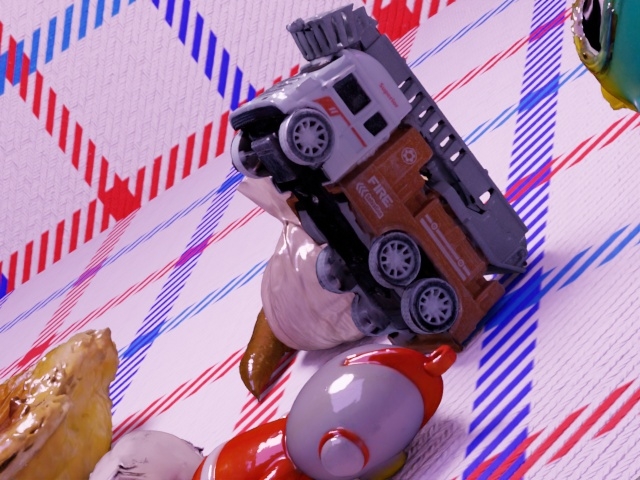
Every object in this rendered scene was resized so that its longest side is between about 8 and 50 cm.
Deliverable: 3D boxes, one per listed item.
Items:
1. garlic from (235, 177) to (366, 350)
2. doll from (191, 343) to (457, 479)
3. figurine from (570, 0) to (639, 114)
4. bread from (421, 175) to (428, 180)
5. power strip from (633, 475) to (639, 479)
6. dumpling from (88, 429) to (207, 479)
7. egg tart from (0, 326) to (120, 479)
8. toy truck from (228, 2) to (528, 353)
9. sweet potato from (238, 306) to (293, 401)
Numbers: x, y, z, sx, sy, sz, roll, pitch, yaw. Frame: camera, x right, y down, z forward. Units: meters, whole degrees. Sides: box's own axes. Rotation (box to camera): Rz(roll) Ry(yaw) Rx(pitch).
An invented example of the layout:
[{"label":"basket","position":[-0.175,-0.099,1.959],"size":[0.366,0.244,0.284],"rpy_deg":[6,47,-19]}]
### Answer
[{"label":"garlic","position":[0.000,0.000,1.943],"size":[0.218,0.212,0.218],"rpy_deg":[-41,11,10]},{"label":"doll","position":[-0.006,0.183,1.584],"size":[0.336,0.105,0.200],"rpy_deg":[-38,9,27]},{"label":"figurine","position":[0.385,-0.235,1.790],"size":[0.324,0.231,0.340],"rpy_deg":[-65,11,-8]},{"label":"bread","position":[0.095,-0.048,2.199],"size":[0.082,0.056,0.115],"rpy_deg":[-22,19,-25]},{"label":"power strip","position":[0.252,0.143,1.082],"size":[0.286,0.080,0.048],"rpy_deg":[-38,12,-11]},{"label":"dumpling","position":[-0.180,0.252,1.757],"size":[0.136,0.118,0.199],"rpy_deg":[-48,-18,13]},{"label":"egg tart","position":[-0.375,0.266,2.101],"size":[0.339,0.153,0.351],"rpy_deg":[-32,14,21]},{"label":"toy truck","position":[0.055,-0.064,1.733],"size":[0.184,0.338,0.133],"rpy_deg":[-42,14,-24]},{"label":"sweet potato","position":[-0.040,0.092,2.056],"size":[0.067,0.067,0.274],"rpy_deg":[-27,22,37]}]
